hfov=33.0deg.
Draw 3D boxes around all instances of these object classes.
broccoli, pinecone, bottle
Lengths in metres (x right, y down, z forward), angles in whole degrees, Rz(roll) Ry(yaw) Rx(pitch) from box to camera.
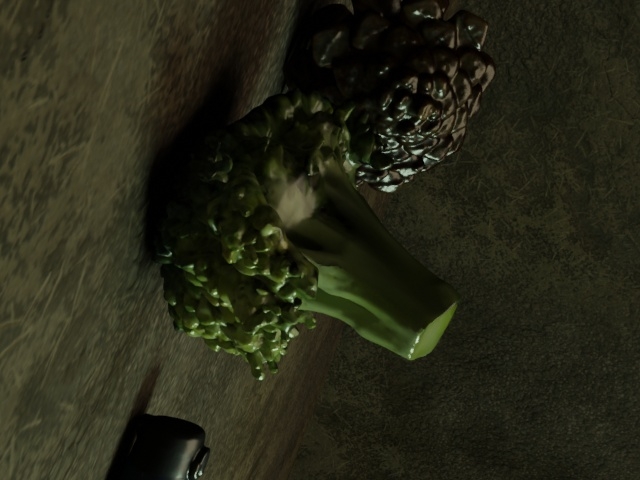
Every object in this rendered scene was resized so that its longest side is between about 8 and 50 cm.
[{"bbox_3d":[0.000,0.000,0.865,0.247,0.243,0.263,-52,164,-16],"label":"broccoli"},{"bbox_3d":[0.067,-0.161,1.112,0.229,0.202,0.201,-55,177,17],"label":"pinecone"},{"bbox_3d":[-0.180,0.288,1.054,0.072,0.082,0.244,-10,121,-80],"label":"bottle"}]
